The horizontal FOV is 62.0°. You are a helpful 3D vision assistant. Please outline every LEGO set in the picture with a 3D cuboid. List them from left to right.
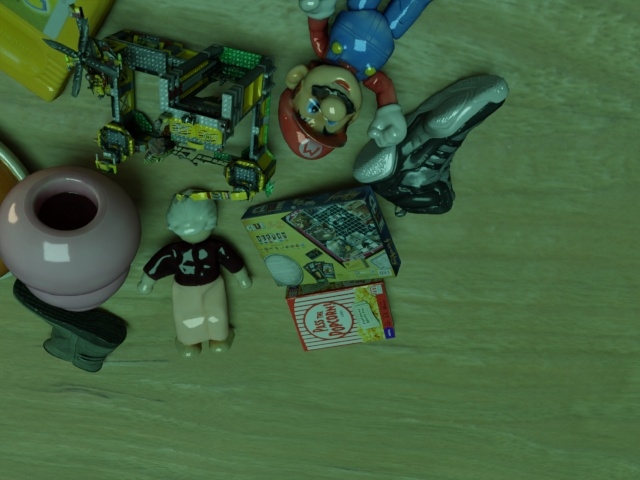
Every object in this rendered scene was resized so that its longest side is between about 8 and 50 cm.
[{"bbox_3d":[-0.216,-0.162,0.753,0.332,0.192,0.254,22,127,2],"label":"LEGO set"}]

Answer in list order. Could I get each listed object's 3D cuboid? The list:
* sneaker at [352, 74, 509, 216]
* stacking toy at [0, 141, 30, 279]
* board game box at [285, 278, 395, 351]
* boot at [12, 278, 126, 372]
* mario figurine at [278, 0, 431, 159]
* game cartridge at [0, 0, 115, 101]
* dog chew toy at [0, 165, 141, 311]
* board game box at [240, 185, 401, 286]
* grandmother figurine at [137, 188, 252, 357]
[{"bbox_3d":[0.195,-0.138,0.850,0.269,0.101,0.153,-31,118,27],"label":"sneaker"},{"bbox_3d":[-0.668,0.038,0.766,0.351,0.479,0.350,1,123,2],"label":"stacking toy"},{"bbox_3d":[0.042,0.143,1.067,0.194,0.045,0.146,-11,122,9],"label":"board game box"},{"bbox_3d":[-0.540,0.185,1.101,0.247,0.083,0.161,38,123,-19],"label":"boot"},{"bbox_3d":[0.053,-0.245,0.734,0.198,0.170,0.320,40,113,17],"label":"mario figurine"},{"bbox_3d":[-0.426,-0.398,0.728,0.285,0.052,0.323,35,116,-19],"label":"game cartridge"},{"bbox_3d":[-0.413,0.021,0.902,0.207,0.206,0.332,18,149,-10],"label":"dog chew toy"},{"bbox_3d":[0.000,0.000,0.934,0.244,0.042,0.165,-7,125,29],"label":"board game box"},{"bbox_3d":[-0.236,0.064,1.002,0.208,0.104,0.342,-10,124,-24],"label":"grandmother figurine"}]
